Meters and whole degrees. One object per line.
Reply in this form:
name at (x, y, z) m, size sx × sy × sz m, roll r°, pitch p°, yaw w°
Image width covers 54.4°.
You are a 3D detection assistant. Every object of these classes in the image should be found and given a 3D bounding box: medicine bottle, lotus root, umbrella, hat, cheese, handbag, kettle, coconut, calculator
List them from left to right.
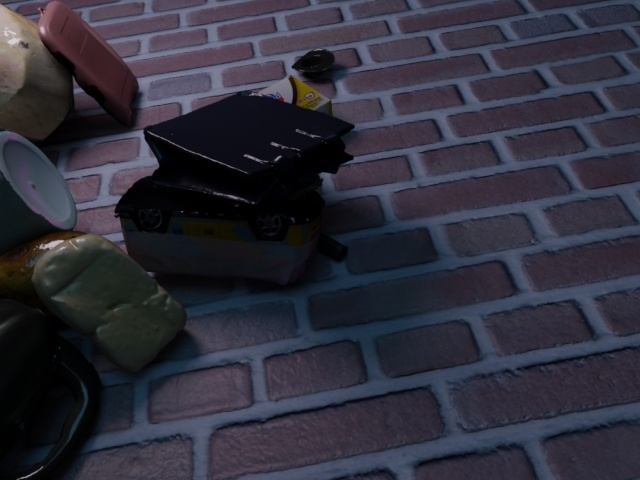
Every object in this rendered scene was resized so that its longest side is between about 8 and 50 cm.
medicine bottle at (-0.675, -0.048, 1.233) m, size 0.290 × 0.245 × 0.245 m, roll -31°, pitch 49°, yaw 4°
kettle at (-0.530, 0.256, 1.005) m, size 0.321 × 0.228 × 0.324 m, roll 32°, pitch 50°, yaw -1°
coconut at (-0.767, -0.401, 1.540) m, size 0.353 × 0.352 × 0.352 m, roll -3°, pitch 47°, yaw 4°
lotus root at (-0.514, 0.072, 1.175) m, size 0.314 × 0.169 × 0.141 m, roll -19°, pitch 41°, yaw -15°
calculator at (-0.577, -0.453, 1.566) m, size 0.048 × 0.329 × 0.220 m, roll -23°, pitch 45°, yaw 20°
cheese at (-0.374, 0.105, 1.098) m, size 0.159 × 0.263 × 0.093 m, roll -49°, pitch 17°, yaw -28°
handbag at (-0.132, -0.170, 1.197) m, size 0.329 × 0.121 × 0.303 m, roll 21°, pitch 37°, yaw 32°
hat at (-0.017, -0.474, 1.700) m, size 0.121 × 0.050 × 0.121 m, roll -8°, pitch 47°, yaw 8°
umbrella at (-0.001, 0.001, 1.277) m, size 0.133 × 0.031 × 0.036 m, roll 31°, pitch 56°, yaw 30°

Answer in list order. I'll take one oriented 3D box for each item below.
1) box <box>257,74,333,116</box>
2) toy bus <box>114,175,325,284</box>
box at (-0.118, -0.275, 1.498) m, size 0.265 × 0.097 × 0.168 m, roll -32°, pitch 52°, yaw -21°
toy bus at (-0.185, -0.019, 1.221) m, size 0.387 × 0.162 × 0.171 m, roll 3°, pitch 31°, yaw 8°
